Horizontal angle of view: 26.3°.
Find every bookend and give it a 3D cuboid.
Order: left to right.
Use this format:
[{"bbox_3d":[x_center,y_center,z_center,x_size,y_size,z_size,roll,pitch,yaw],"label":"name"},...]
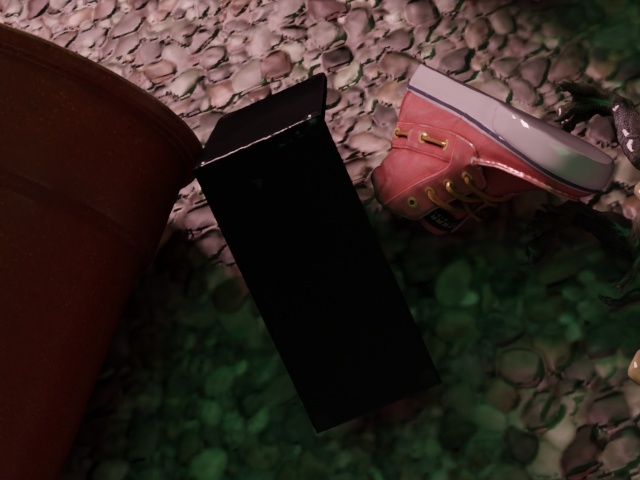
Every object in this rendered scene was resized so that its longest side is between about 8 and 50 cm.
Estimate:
[{"bbox_3d":[0.000,0.000,0.765,0.072,0.156,0.157,-23,102,6],"label":"bookend"}]

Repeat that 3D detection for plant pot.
[{"bbox_3d":[-0.226,0.043,0.736,0.272,0.272,0.265,7,74,22],"label":"plant pot"}]

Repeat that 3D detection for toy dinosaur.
[{"bbox_3d":[0.179,-0.030,0.743,0.118,0.064,0.268,11,63,20],"label":"toy dinosaur"}]

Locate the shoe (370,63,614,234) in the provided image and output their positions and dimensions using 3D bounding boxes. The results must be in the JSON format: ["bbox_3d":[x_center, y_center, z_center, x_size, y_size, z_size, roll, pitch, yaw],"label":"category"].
[{"bbox_3d":[0.086,-0.035,0.735,0.081,0.063,0.178,-65,29,10],"label":"shoe"}]
